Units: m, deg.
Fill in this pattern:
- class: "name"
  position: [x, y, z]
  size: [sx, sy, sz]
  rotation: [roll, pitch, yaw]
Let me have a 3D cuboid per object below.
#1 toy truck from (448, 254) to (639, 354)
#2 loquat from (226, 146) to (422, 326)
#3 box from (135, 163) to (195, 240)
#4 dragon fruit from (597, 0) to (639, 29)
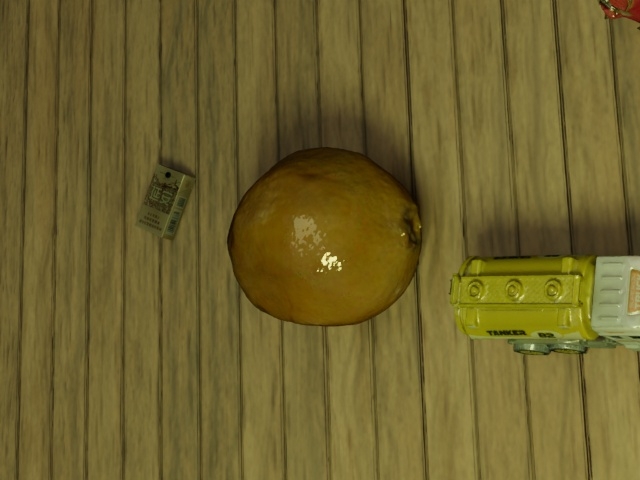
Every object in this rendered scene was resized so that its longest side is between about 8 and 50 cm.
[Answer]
- class: "toy truck"
  position: [0.241, 0.059, 1.499]
  size: [0.227, 0.114, 0.098]
  rotation: [-2, 77, 38]
- class: "loquat"
  position: [0.000, 0.000, 1.676]
  size: [0.234, 0.176, 0.187]
  rotation: [0, 62, 35]
- class: "box"
  position: [-0.190, -0.047, 1.928]
  size: [0.053, 0.024, 0.083]
  rotation: [20, 92, 40]
- class: "dragon fruit"
  position: [0.325, -0.263, 1.544]
  size: [0.081, 0.086, 0.116]
  rotation: [39, 65, 15]
